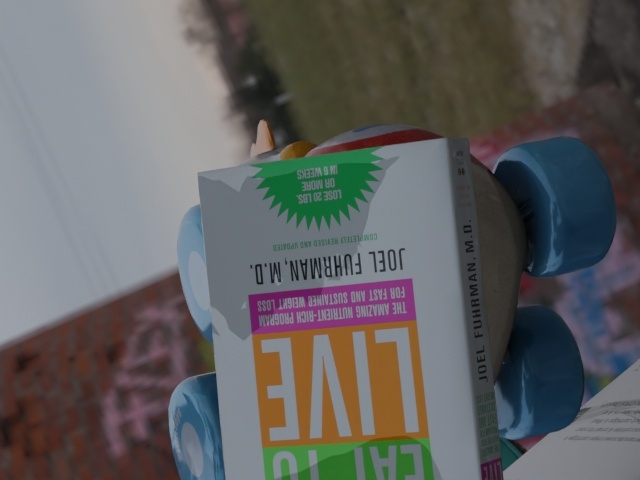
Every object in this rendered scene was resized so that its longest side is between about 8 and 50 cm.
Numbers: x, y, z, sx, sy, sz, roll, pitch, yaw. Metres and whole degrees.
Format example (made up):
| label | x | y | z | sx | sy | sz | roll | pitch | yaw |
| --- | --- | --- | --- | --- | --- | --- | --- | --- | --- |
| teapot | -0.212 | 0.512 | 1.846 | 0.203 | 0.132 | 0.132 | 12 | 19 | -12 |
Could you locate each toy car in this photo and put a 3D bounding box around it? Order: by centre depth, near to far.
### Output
| label | x | y | z | sx | sy | sz | roll | pitch | yaw |
| --- | --- | --- | --- | --- | --- | --- | --- | --- | --- |
| toy car | 0.000 | 0.000 | 1.049 | 0.238 | 0.219 | 0.210 | 50 | 144 | 47 |

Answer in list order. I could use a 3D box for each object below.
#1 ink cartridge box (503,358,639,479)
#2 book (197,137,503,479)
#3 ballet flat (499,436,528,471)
| label | x | y | z | sx | sy | sz | roll | pitch | yaw |
| --- | --- | --- | --- | --- | --- | --- | --- | --- | --- |
| ink cartridge box | 0.232 | 0.140 | 1.196 | 0.100 | 0.237 | 0.172 | 57 | 158 | -9 |
| book | 0.012 | 0.042 | 0.647 | 0.035 | 0.096 | 0.144 | -5 | -92 | -60 |
| ballet flat | 0.087 | 0.173 | 1.453 | 0.316 | 0.107 | 0.106 | 46 | 168 | 33 |
